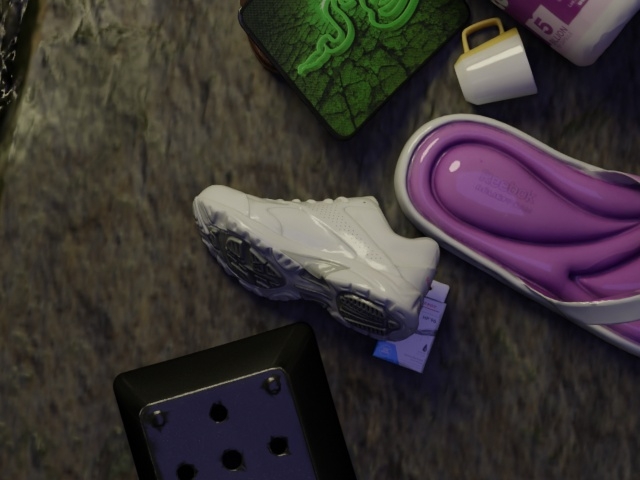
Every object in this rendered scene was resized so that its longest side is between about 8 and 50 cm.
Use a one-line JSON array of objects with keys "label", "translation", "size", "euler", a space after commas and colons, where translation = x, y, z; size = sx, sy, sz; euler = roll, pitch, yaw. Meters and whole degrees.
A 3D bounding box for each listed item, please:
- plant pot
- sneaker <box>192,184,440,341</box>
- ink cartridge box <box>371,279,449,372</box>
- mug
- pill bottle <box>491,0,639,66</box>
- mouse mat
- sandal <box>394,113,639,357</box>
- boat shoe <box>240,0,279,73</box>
[{"label": "plant pot", "translation": [-0.074, 0.181, 1.548], "size": [0.188, 0.167, 0.187], "euler": [-16, 87, 0]}, {"label": "sneaker", "translation": [0.000, 0.000, 1.609], "size": [0.232, 0.090, 0.115], "euler": [26, 57, 12]}, {"label": "ink cartridge box", "translation": [0.082, 0.072, 1.623], "size": [0.048, 0.028, 0.083], "euler": [19, 87, 0]}, {"label": "mug", "translation": [0.154, -0.155, 1.629], "size": [0.064, 0.078, 0.062], "euler": [-19, 120, 7]}, {"label": "pill bottle", "translation": [0.163, -0.302, 1.573], "size": [0.301, 0.169, 0.169], "euler": [38, 87, 2]}, {"label": "mouse mat", "translation": [0.033, -0.199, 1.601], "size": [0.189, 0.007, 0.152], "euler": [-46, 104, -22]}, {"label": "sandal", "translation": [0.262, 0.008, 1.591], "size": [0.416, 0.102, 0.169], "euler": [17, 87, 0]}, {"label": "boat shoe", "translation": [-0.038, -0.254, 1.617], "size": [0.073, 0.073, 0.207], "euler": [-2, 88, 0]}]
